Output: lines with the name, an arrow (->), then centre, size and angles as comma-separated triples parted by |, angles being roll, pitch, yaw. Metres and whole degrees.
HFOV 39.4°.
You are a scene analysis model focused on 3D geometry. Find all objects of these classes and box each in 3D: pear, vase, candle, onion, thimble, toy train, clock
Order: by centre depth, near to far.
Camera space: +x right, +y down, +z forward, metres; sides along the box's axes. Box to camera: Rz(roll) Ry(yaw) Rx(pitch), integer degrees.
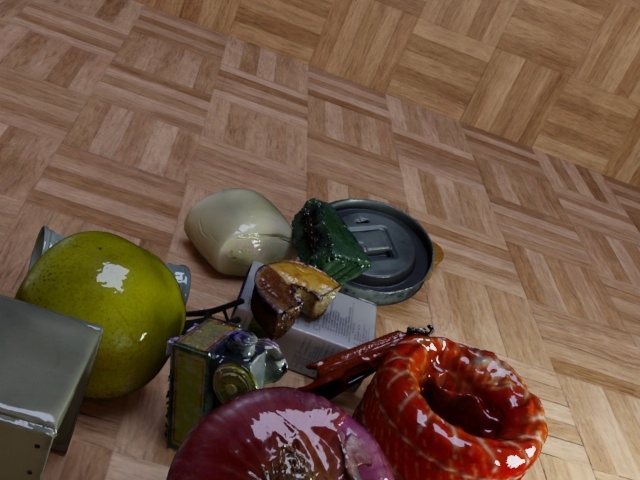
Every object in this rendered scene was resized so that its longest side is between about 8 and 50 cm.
onion -> -0.065, 0.399, 1.348 | 0.348, 0.285, 0.347 | 4, 72, -12
toy train -> -0.160, 0.260, 1.509 | 0.177, 0.260, 0.134 | 15, 23, 22
pear -> -0.383, 0.128, 1.538 | 0.294, 0.294, 0.294 | 19, 28, -10
thimble -> 0.230, 0.356, 1.655 | 0.350, 0.230, 0.350 | 19, 29, -11
vase -> -0.413, 0.074, 1.761 | 0.299, 0.143, 0.143 | 15, 28, -24
candle -> 0.093, 0.238, 1.765 | 0.302, 0.084, 0.059 | -23, 19, -9
clock -> 0.122, 0.026, 2.232 | 0.325, 0.067, 0.325 | 8, 45, -8

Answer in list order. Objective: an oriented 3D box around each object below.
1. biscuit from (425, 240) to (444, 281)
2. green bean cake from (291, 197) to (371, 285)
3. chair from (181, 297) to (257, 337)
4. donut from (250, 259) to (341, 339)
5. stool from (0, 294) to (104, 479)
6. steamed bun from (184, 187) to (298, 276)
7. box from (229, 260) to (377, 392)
biscuit -> 0.199, 0.046, 2.375 | 0.340, 0.047, 0.216 | -11, 49, -46
green bean cake -> 0.000, 0.000, 2.037 | 0.193, 0.107, 0.208 | 15, 41, -58
chair -> -0.241, 0.193, 1.756 | 0.213, 0.101, 0.084 | -14, 27, 9
donut -> -0.066, 0.114, 1.780 | 0.141, 0.085, 0.217 | 38, 31, 25
stool -> -0.441, 0.259, 1.253 | 0.170, 0.269, 0.243 | 19, 27, -6
steamed bun -> -0.173, -0.020, 2.082 | 0.250, 0.154, 0.200 | -3, 37, -40
box -> -0.037, 0.179, 1.892 | 0.299, 0.106, 0.200 | 20, 27, -4
